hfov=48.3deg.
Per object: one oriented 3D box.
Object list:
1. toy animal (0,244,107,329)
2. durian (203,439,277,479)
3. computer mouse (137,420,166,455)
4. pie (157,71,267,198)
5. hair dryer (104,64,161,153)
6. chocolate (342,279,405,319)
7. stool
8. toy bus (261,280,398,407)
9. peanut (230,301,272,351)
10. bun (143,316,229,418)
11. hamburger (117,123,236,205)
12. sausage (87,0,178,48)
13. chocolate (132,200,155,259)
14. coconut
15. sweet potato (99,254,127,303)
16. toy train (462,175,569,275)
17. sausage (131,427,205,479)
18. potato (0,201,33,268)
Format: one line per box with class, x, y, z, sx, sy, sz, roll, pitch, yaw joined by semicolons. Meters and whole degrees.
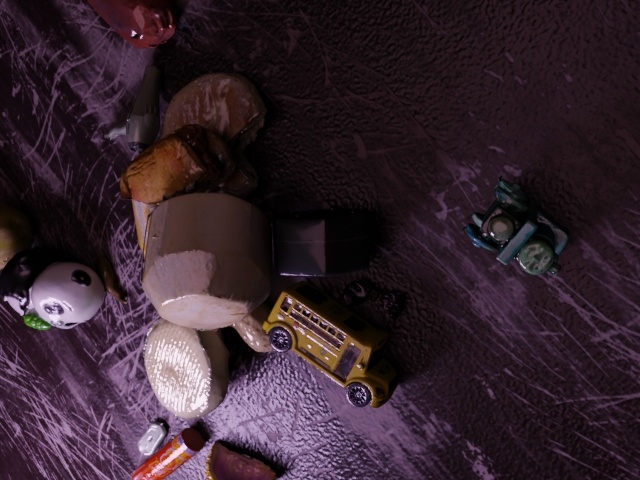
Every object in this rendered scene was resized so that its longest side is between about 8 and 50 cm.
toy animal;-0.728;0.143;1.941;0.266;0.212;0.213;21;106;27
durian;-0.218;0.610;1.842;0.182;0.165;0.132;30;78;-6
computer mouse;-0.461;0.544;1.978;0.056;0.032;0.110;38;101;13
pie;-0.261;-0.254;1.744;0.337;0.075;0.338;5;100;29
hair dryer;-0.466;-0.342;1.822;0.225;0.088;0.219;25;93;49
chocolate;0.118;0.134;1.640;0.147;0.070;0.072;12;98;17
stool;0.000;0.000;1.588;0.232;0.232;0.141;1;99;24
toy bus;0.039;0.237;1.644;0.331;0.145;0.151;32;110;17
peanut;-0.197;0.174;1.757;0.257;0.123;0.123;47;113;10
bun;-0.324;0.307;1.820;0.287;0.146;0.287;4;97;38
hamburger;-0.339;-0.169;1.673;0.282;0.155;0.245;27;110;28
sausage;-0.465;-0.582;1.741;0.279;0.152;0.152;44;112;12
chocolate;-0.444;-0.020;1.863;0.085;0.085;0.219;2;103;24
coconut;-0.248;0.029;1.587;0.323;0.323;0.323;4;100;23
sweet potato;-0.578;0.111;1.960;0.041;0.038;0.153;-30;87;48
toy train;0.387;-0.016;1.372;0.194;0.298;0.120;39;109;7
sausage;-0.431;0.608;1.953;0.274;0.074;0.074;-40;81;25
potato;-0.881;-0.022;2.029;0.117;0.182;0.202;-8;74;-11
